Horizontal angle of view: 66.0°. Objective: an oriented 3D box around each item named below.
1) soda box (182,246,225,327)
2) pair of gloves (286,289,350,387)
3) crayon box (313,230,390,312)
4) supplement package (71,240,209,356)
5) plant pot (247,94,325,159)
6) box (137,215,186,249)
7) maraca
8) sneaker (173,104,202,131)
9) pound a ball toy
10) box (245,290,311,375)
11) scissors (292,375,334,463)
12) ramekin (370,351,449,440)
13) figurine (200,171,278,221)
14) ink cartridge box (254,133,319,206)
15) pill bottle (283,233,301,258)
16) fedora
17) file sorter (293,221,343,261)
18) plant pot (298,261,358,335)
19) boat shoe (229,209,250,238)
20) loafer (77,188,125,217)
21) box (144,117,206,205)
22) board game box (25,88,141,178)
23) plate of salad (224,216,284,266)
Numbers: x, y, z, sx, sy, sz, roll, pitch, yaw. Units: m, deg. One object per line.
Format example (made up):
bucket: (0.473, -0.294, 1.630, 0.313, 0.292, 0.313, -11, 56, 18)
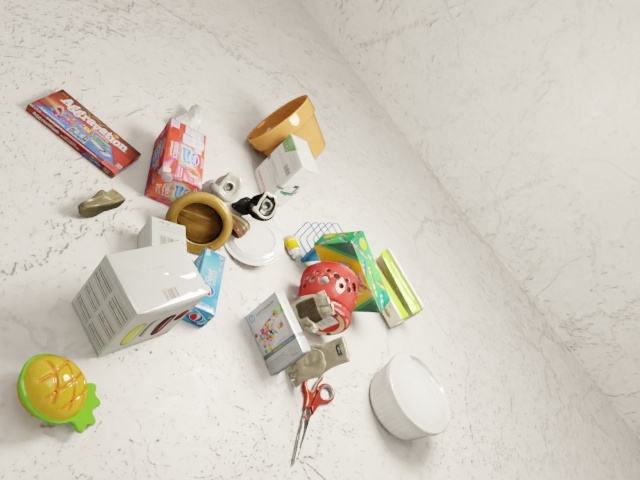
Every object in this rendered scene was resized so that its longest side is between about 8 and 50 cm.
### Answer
soda box: (-0.315, 0.125, 1.332, 0.067, 0.071, 0.210, 30, 37, -25)
pair of gloves: (-0.032, 0.273, 1.404, 0.042, 0.204, 0.240, 38, 26, -57)
crayon box: (0.107, 0.107, 1.655, 0.081, 0.165, 0.279, -43, 117, -42)
supplement package: (-0.404, 0.127, 1.106, 0.194, 0.203, 0.149, -14, 68, -53)
plant pot: (-0.116, -0.405, 1.950, 0.204, 0.290, 0.291, 53, 29, -25)
box: (-0.422, 0.009, 1.311, 0.101, 0.087, 0.102, 19, 42, -38)
maraca: (-0.492, 0.291, 0.938, 0.186, 0.099, 0.127, 56, 20, -39)
sneaker: (-0.468, -0.411, 1.708, 0.094, 0.080, 0.212, 17, 45, -23)
pound a ball toy: (0.213, 0.176, 1.875, 0.208, 0.136, 0.319, -20, 70, -29)
box: (-0.119, 0.255, 1.360, 0.038, 0.145, 0.186, 0, 57, -51)
scissors: (-0.043, 0.467, 1.352, 0.109, 0.021, 0.297, 50, 34, -3)
ramekin: (0.278, 0.508, 1.582, 0.272, 0.127, 0.273, 30, 37, -26)
figurine: (-0.273, -0.136, 1.562, 0.214, 0.209, 0.093, 27, 78, -30)
ink cartridge box: (-0.128, -0.252, 1.803, 0.092, 0.219, 0.160, 14, 47, -46)
pill bottle: (-0.096, 0.022, 1.718, 0.043, 0.043, 0.083, 1, 55, -49)
fedora: (-0.355, -0.055, 1.432, 0.194, 0.194, 0.079, 29, 1, -28)
file sorter: (0.000, 0.000, 1.788, 0.170, 0.118, 0.105, -1, 54, -50)
plant pot: (0.018, 0.188, 1.554, 0.191, 0.191, 0.174, 36, 40, -19)
boat shoe: (-0.306, -0.068, 1.533, 0.177, 0.064, 0.060, 31, 57, 2)
loafer: (-0.575, -0.099, 1.279, 0.050, 0.056, 0.148, 49, 23, 2)
box: (-0.439, -0.234, 1.507, 0.128, 0.122, 0.257, 24, 40, -32)
board game box: (-0.666, -0.306, 1.406, 0.281, 0.027, 0.145, 40, 32, -12)
plate of salad: (-0.216, 0.006, 1.584, 0.199, 0.048, 0.200, 12, 47, -13)
